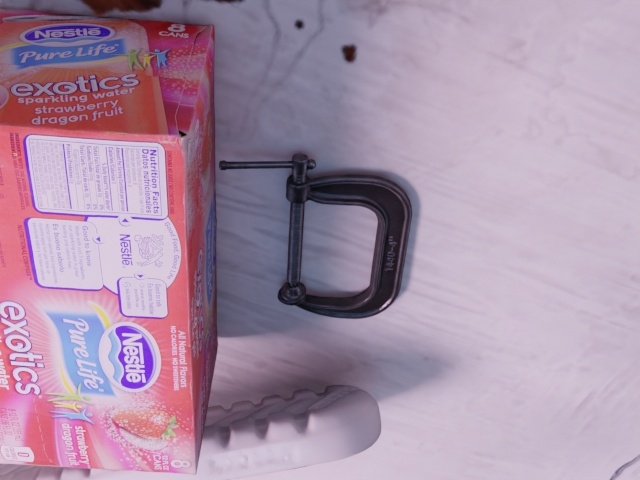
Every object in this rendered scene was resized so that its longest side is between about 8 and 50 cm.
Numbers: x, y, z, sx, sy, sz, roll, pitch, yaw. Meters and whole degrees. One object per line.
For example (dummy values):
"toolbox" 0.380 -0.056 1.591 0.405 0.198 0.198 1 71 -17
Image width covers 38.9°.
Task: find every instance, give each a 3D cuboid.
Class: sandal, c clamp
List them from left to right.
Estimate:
"sandal" -0.149 0.212 0.759 0.416 0.169 0.102 -13 90 11
"c clamp" 0.000 0.000 0.687 0.137 0.022 0.160 -4 128 -1

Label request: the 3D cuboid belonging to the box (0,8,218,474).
"box" -0.150 0.011 0.619 0.154 0.142 0.300 4 129 0
